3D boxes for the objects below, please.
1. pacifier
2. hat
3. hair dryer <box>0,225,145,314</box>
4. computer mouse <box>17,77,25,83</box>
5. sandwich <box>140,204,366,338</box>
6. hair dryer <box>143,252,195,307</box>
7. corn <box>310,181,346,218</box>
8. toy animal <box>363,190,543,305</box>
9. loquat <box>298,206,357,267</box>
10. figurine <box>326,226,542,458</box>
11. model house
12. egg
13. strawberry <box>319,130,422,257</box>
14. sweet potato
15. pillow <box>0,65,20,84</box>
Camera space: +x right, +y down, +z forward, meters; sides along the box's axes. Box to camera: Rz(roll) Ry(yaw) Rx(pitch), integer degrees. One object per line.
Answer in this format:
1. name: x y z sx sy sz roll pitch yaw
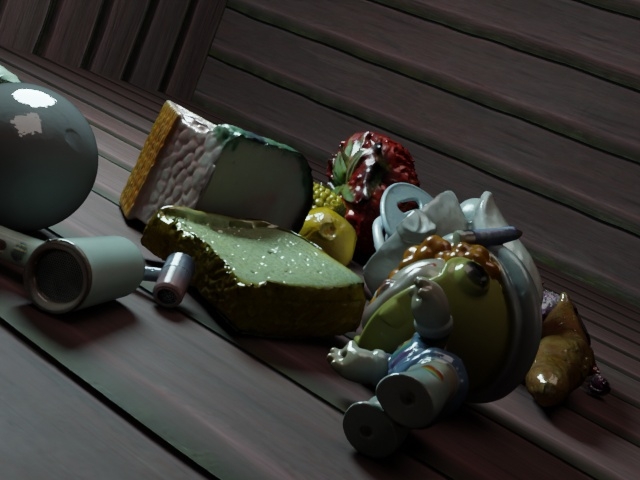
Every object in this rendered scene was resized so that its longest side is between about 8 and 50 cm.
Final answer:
1. pacifier: 0.230 -0.005 1.528 0.238 0.226 0.287 -8 66 -50
2. hat: 0.427 0.178 1.418 0.128 0.140 0.227 -2 35 -32
3. hair dryer: -0.314 0.010 0.852 0.236 0.073 0.131 15 6 12
4. computer mouse: -0.589 -0.244 1.510 0.295 0.087 0.168 30 19 -9
5. sandwich: -0.083 0.042 1.068 0.226 0.087 0.251 3 22 -39
6. hair dryer: -0.209 0.042 0.949 0.114 0.037 0.063 7 35 5
7. corn: -0.132 -0.100 1.582 0.387 0.144 0.144 21 10 -1
8. toy animal: 0.230 0.070 1.322 0.265 0.271 0.206 49 -11 16
9. loquat: 0.000 0.000 1.429 0.137 0.113 0.137 9 -9 1
10. figurine: 0.120 0.138 0.915 0.205 0.224 0.382 45 37 3
11. model house: -0.171 -0.097 1.286 0.237 0.202 0.237 31 13 37
12. egg: -0.352 -0.096 0.952 0.176 0.176 0.232 20 8 -12
13. strawberry: 0.122 -0.084 1.741 0.257 0.261 0.261 21 9 -25
14. sweet potato: 0.370 0.187 1.252 0.095 0.106 0.354 -7 13 23
15. pillow: -0.614 -0.253 1.256 0.283 0.138 0.310 -4 31 -47
